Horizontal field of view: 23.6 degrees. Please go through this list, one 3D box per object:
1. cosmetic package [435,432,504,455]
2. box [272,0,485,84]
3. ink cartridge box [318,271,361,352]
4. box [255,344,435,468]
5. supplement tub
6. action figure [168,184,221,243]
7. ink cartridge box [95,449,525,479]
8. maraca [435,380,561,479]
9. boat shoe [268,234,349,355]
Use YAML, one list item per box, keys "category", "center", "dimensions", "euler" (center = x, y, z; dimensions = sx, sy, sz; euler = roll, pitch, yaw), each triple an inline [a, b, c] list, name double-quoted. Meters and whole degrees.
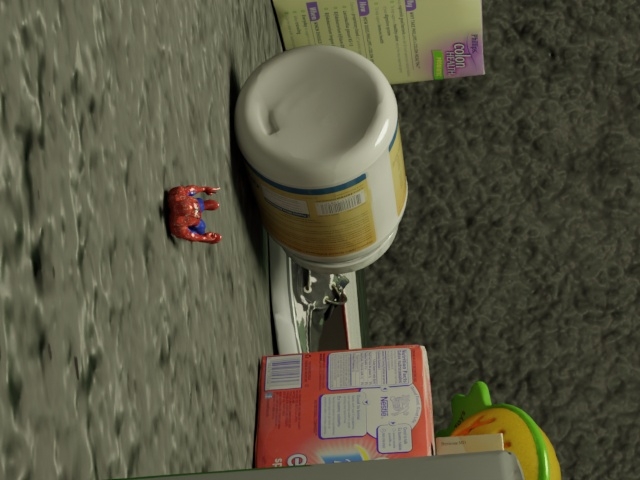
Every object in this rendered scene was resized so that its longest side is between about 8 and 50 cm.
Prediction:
- category: "cosmetic package"
  center: [0.130, 0.223, 1.291]
  dimensions: [0.041, 0.060, 0.115]
  euler: [74, 11, -74]
- category: "box"
  center: [0.072, -0.291, 1.852]
  dimensions: [0.213, 0.243, 0.117]
  euler: [74, 12, -63]
- category: "ink cartridge box"
  center: [0.000, 0.000, 1.746]
  dimensions: [0.261, 0.066, 0.296]
  euler: [44, 40, -82]
- category: "box"
  center: [0.027, 0.241, 1.302]
  dimensions: [0.300, 0.154, 0.142]
  euler: [-90, 173, -51]
- category: "supplement tub"
  center: [0.004, -0.068, 1.401]
  dimensions: [0.199, 0.144, 0.144]
  euler: [77, 9, -60]
- category: "action figure"
  center: [-0.083, -0.017, 1.020]
  dimensions: [0.115, 0.030, 0.038]
  euler: [22, 68, -82]
- category: "ink cartridge box"
  center: [-0.003, 0.242, 0.646]
  dimensions: [0.117, 0.201, 0.278]
  euler: [-33, 118, -84]
- category: "maraca"
  center: [0.153, 0.205, 1.392]
  dimensions: [0.127, 0.099, 0.185]
  euler: [-64, -152, 13]
- category: "boat shoe"
  center: [-0.009, 0.038, 1.537]
  dimensions: [0.080, 0.076, 0.228]
  euler: [71, 14, -70]
